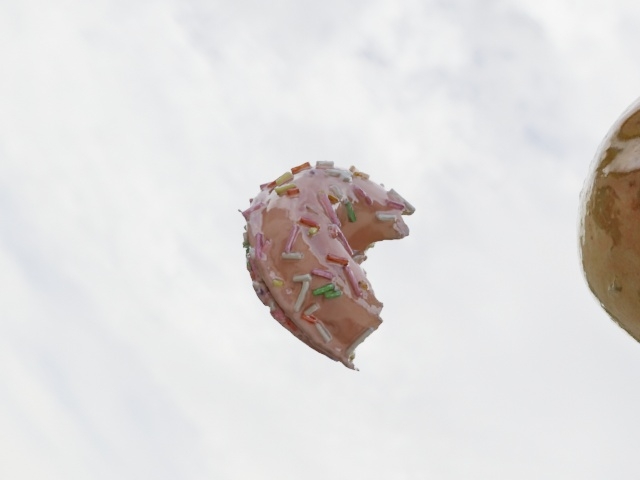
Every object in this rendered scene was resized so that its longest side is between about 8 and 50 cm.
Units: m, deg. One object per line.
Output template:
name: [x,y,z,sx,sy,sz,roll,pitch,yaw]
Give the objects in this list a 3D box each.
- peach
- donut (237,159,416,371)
peach: [0.274,-0.019,1.158,0.232,0.232,0.232,35,-24,18]
donut: [0.000,0.000,1.213,0.117,0.166,0.065,33,-57,-20]
